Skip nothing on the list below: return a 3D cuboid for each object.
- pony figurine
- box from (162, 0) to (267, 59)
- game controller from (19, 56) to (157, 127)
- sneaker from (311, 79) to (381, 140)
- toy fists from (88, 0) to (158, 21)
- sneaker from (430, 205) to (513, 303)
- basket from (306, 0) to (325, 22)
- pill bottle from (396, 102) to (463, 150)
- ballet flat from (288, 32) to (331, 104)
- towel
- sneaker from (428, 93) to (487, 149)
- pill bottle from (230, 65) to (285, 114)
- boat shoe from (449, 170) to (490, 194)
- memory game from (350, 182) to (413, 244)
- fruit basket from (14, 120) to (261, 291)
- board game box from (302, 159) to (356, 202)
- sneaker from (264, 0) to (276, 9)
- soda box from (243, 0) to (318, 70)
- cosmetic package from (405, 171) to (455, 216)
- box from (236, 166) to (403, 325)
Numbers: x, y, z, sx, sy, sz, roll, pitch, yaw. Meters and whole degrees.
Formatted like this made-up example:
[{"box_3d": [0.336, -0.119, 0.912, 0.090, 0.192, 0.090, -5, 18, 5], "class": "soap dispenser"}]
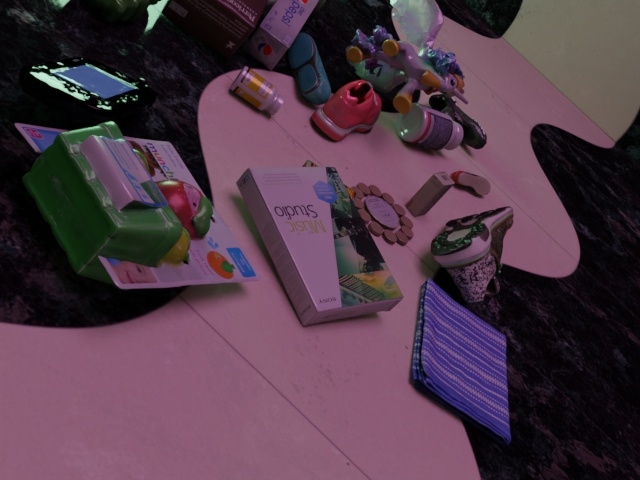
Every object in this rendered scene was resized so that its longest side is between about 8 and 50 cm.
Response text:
[{"box_3d": [0.221, -0.479, 2.239, 0.351, 0.303, 0.363, 48, 29, 13], "class": "pony figurine"}, {"box_3d": [-0.213, -0.637, 2.035, 0.191, 0.143, 0.381, 32, 50, -20], "class": "box"}, {"box_3d": [-0.396, -0.265, 1.471, 0.166, 0.067, 0.319, 34, 16, -5], "class": "game controller"}, {"box_3d": [0.102, -0.342, 2.119, 0.116, 0.136, 0.314, 45, 31, 3], "class": "sneaker"}, {"box_3d": [-0.417, -0.559, 1.852, 0.142, 0.096, 0.279, 29, 34, -3], "class": "toy fists"}, {"box_3d": [0.374, 0.038, 2.012, 0.410, 0.158, 0.182, -31, 107, -59], "class": "sneaker"}, {"box_3d": [-0.095, -0.743, 2.381, 0.226, 0.154, 0.204, 27, 33, -17], "class": "basket"}, {"box_3d": [0.306, -0.306, 2.329, 0.180, 0.108, 0.108, 11, 43, -40], "class": "pill bottle"}, {"box_3d": [-0.026, -0.427, 2.153, 0.087, 0.083, 0.247, 47, 21, -44], "class": "ballet flat"}, {"box_3d": [0.295, 0.238, 1.729, 0.243, 0.040, 0.336, 35, 32, -13], "class": "towel"}, {"box_3d": [0.399, -0.357, 2.529, 0.106, 0.078, 0.234, -3, 50, -46], "class": "sneaker"}, {"box_3d": [-0.140, -0.335, 1.911, 0.116, 0.065, 0.065, 34, 32, -14], "class": "pill bottle"}, {"box_3d": [0.415, -0.160, 2.336, 0.137, 0.049, 0.043, 15, 2, -37], "class": "boat shoe"}, {"box_3d": [0.140, -0.062, 1.942, 0.186, 0.012, 0.186, 28, 35, -21], "class": "memory game"}, {"box_3d": [-0.270, -0.063, 1.351, 0.353, 0.165, 0.327, -6, 55, -55], "class": "fruit basket"}, {"box_3d": [0.000, -0.061, 1.766, 0.136, 0.030, 0.260, 35, 34, -15], "class": "board game box"}, {"box_3d": [-0.213, -0.652, 2.201, 0.237, 0.085, 0.086, 19, 46, -31], "class": "sneaker"}, {"box_3d": [-0.089, -0.559, 2.143, 0.091, 0.098, 0.286, 35, 47, -12], "class": "soda box"}, {"box_3d": [0.263, -0.112, 2.040, 0.041, 0.115, 0.060, 52, 32, 17], "class": "cosmetic package"}, {"box_3d": [0.000, 0.000, 1.624, 0.232, 0.058, 0.322, -6, 62, -43], "class": "box"}]
